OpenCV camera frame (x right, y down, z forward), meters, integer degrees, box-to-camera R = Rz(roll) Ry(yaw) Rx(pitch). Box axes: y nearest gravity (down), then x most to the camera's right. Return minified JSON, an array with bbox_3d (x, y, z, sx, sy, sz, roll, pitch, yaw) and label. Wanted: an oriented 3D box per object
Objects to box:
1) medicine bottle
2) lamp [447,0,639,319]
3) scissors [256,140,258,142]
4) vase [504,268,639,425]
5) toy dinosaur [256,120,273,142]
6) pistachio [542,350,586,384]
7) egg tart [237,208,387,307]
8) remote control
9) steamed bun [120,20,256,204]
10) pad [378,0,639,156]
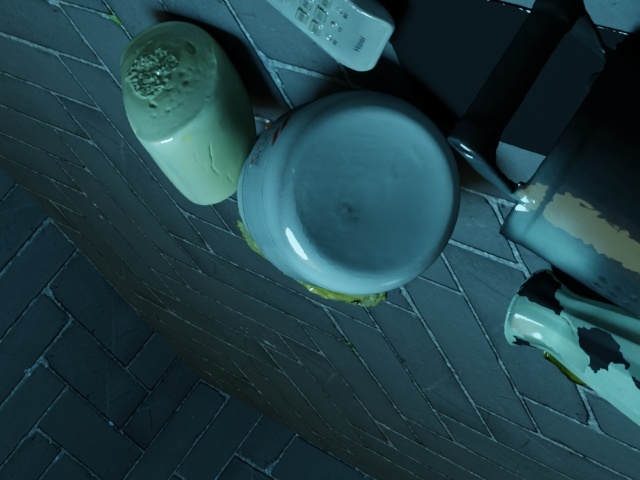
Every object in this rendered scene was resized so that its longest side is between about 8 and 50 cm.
[{"bbox_3d":[0.020,-0.060,1.455,0.245,0.245,0.306,41,170,-13],"label":"medicine bottle"},{"bbox_3d":[0.306,-0.038,1.011,0.272,0.205,0.374,31,177,26],"label":"lamp"},{"bbox_3d":[-0.101,-0.092,1.937,0.138,0.041,0.289,22,157,20],"label":"scissors"},{"bbox_3d":[0.409,0.158,1.433,0.360,0.165,0.165,30,162,37],"label":"vase"},{"bbox_3d":[-0.092,-0.141,1.761,0.279,0.055,0.101,29,152,21],"label":"toy dinosaur"},{"bbox_3d":[0.368,0.154,1.651,0.089,0.049,0.173,1,145,24],"label":"pistachio"},{"bbox_3d":[0.000,0.000,1.854,0.288,0.118,0.288,34,161,14],"label":"egg tart"},{"bbox_3d":[-0.045,-0.316,1.260,0.313,0.055,0.109,41,157,4],"label":"remote control"},{"bbox_3d":[-0.177,-0.186,1.610,0.200,0.154,0.250,57,-167,-50],"label":"steamed bun"},{"bbox_3d":[0.217,-0.167,1.206,0.367,0.007,0.248,23,157,36],"label":"pad"}]
